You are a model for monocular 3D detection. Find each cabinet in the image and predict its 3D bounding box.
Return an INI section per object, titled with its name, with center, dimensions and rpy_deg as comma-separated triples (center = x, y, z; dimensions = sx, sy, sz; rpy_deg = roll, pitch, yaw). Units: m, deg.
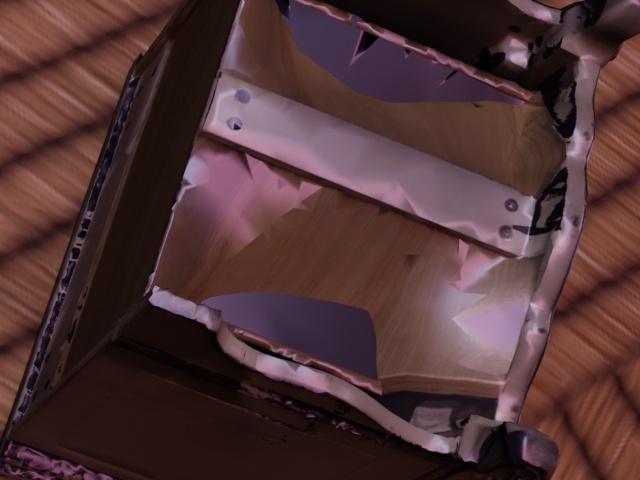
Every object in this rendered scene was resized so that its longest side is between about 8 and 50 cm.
[cabinet]
center = 0.000, 0.000, 1.027
dimensions = 0.227, 0.318, 0.290
rpy_deg = 23, 65, -13
